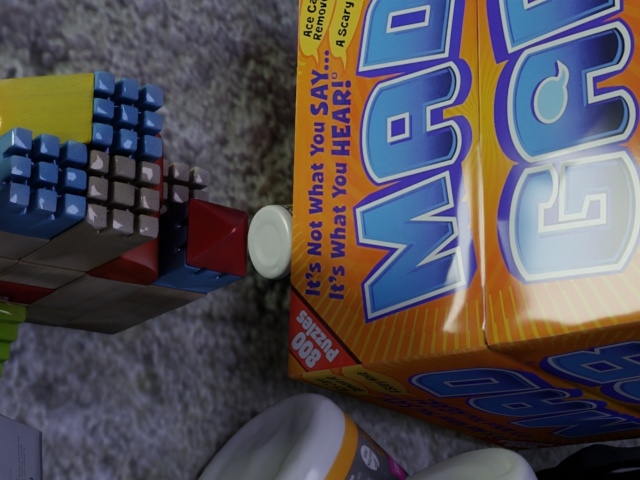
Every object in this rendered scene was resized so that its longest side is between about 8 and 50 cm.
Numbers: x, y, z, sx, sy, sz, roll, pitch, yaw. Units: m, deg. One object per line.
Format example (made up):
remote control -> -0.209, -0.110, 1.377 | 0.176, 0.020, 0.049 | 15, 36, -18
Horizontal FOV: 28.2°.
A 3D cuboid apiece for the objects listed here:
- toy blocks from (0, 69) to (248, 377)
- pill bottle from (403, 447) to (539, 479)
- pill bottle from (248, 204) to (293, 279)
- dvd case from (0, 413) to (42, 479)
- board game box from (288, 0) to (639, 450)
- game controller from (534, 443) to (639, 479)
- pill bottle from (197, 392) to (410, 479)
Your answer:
toy blocks -> -0.201, -0.028, 0.843 | 0.381, 0.261, 0.191 | 13, 68, -35
pill bottle -> 0.133, 0.280, 0.877 | 0.136, 0.136, 0.246 | -36, 103, -40
pill bottle -> 0.000, 0.000, 1.119 | 0.116, 0.065, 0.065 | -2, 77, -39
dvd case -> -0.218, 0.194, 0.799 | 0.029, 0.239, 0.179 | -5, 74, 2
board game box -> 0.223, -0.043, 1.063 | 0.356, 0.356, 0.356 | 25, 60, -48
game controller -> 0.334, 0.218, 1.151 | 0.319, 0.166, 0.067 | -2, 69, -21
pill bottle -> 0.036, 0.263, 0.997 | 0.278, 0.162, 0.162 | 46, 53, -18
